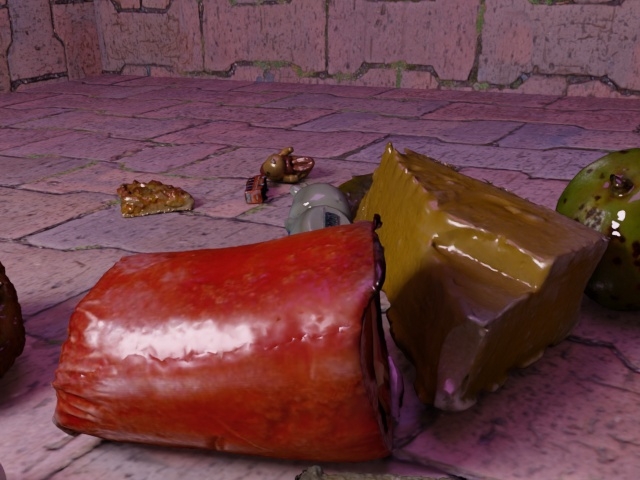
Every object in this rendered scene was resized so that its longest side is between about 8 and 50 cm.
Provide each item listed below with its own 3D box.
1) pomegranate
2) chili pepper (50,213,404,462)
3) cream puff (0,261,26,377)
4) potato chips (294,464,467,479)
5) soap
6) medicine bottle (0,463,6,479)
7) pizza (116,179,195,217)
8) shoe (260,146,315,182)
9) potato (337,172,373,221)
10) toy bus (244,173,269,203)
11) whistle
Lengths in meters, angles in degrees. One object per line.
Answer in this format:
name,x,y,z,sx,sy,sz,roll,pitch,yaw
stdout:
pomegranate,0.413,-0.001,1.000,0.211,0.211,0.263,19,-16,46
chili pepper,-0.075,0.082,0.738,0.305,0.229,0.251,3,30,11
cream puff,-0.481,0.072,0.825,0.302,0.212,0.303,-5,23,2
potato chips,0.060,0.180,0.480,0.209,0.026,0.142,12,17,35
soap,0.103,0.019,0.893,0.338,0.170,0.304,29,28,33
medicine bottle,-0.317,0.226,0.582,0.119,0.070,0.183,2,21,14
pizza,-0.323,-0.082,1.477,0.174,0.046,0.134,5,21,20
shoe,-0.066,-0.156,1.613,0.109,0.072,0.069,15,-17,-19
potato,0.062,-0.047,1.272,0.117,0.090,0.225,20,36,34
toy bus,-0.125,-0.101,1.531,0.043,0.031,0.110,-8,20,3
whistle,0.000,0.000,1.101,0.110,0.092,0.245,17,42,-17
